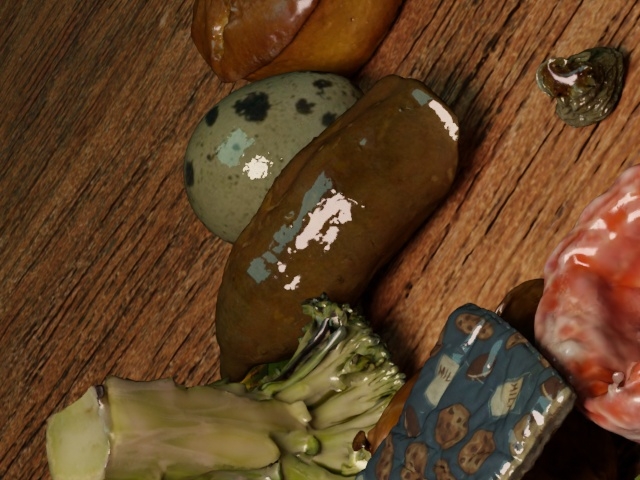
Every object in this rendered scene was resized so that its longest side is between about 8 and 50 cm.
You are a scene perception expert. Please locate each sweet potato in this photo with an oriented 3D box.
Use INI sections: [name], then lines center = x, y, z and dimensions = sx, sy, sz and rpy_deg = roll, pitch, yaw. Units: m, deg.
[sweet potato]
center = 0.000, 0.000, 1.731
dimensions = 0.369, 0.158, 0.158
rpy_deg = -49, 34, 3

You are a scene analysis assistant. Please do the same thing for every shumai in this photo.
[shumai]
center = 0.231, -0.149, 1.587
dimensions = 0.083, 0.080, 0.082
rpy_deg = -44, 37, 34

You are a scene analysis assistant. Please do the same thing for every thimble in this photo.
[thimble]
center = 0.286, 0.051, 1.291
dimensions = 0.239, 0.162, 0.239
rpy_deg = -40, 36, 37

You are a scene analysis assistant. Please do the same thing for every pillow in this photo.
[pillow]
center = 0.088, 0.179, 1.325
dimensions = 0.255, 0.034, 0.189
rpy_deg = -59, 25, 5

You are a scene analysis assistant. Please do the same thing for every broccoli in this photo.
[broccoli]
center = -0.066, 0.205, 1.558
dimensions = 0.221, 0.361, 0.252
rpy_deg = -4, 100, 49

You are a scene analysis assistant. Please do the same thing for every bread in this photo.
[bread]
center = -0.026, -0.305, 1.985
dimensions = 0.312, 0.172, 0.312
rpy_deg = -40, 37, 40

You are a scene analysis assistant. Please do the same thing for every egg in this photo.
[egg]
center = -0.043, -0.091, 1.864
dimensions = 0.228, 0.177, 0.177
rpy_deg = -40, 40, 18

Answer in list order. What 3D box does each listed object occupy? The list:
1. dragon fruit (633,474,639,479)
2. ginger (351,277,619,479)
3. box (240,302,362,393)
[dragon fruit]
center = 0.252, 0.279, 1.191
dimensions = 0.218, 0.198, 0.273
rpy_deg = 26, 65, 16
[ginger]
center = 0.134, 0.245, 1.400
dimensions = 0.254, 0.176, 0.418
rpy_deg = -40, 37, 45
[box]
center = -0.026, 0.136, 1.832
dimensions = 0.193, 0.030, 0.121
rpy_deg = -32, 46, 41
